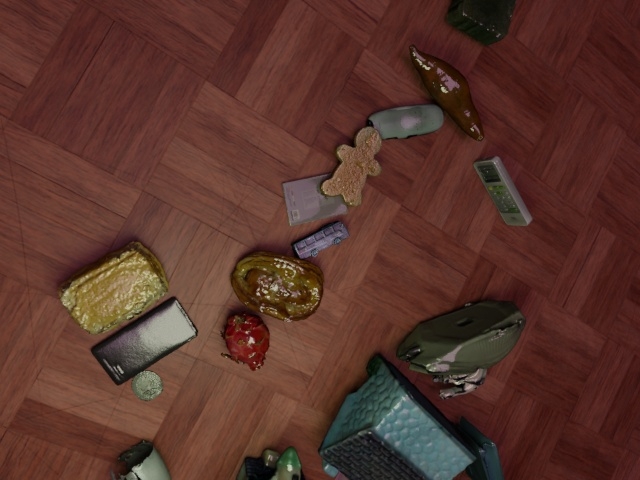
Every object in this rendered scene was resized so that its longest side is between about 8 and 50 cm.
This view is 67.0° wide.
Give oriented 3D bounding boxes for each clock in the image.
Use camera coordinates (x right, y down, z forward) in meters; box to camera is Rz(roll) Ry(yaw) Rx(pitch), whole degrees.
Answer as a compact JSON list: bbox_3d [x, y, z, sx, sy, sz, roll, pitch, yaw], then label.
[{"bbox_3d":[-0.458,0.383,1.277,0.074,0.010,0.083,-35,104,-13],"label":"clock"}]

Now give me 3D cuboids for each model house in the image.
[{"bbox_3d":[0.198,0.589,1.392,0.339,0.297,0.360,-46,106,-2],"label":"model house"},{"bbox_3d":[-0.114,0.701,1.279,0.243,0.298,0.284,17,53,-21],"label":"model house"}]

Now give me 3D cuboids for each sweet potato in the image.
[{"bbox_3d":[0.386,-0.451,1.441,0.359,0.112,0.112,41,82,-20],"label":"sweet potato"}]

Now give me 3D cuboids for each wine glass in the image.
[{"bbox_3d":[-0.428,0.688,1.249,0.143,0.143,0.321,-21,98,-16],"label":"wine glass"}]

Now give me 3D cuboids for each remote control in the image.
[{"bbox_3d":[0.259,-0.353,1.439,0.256,0.045,0.098,-14,99,-15],"label":"remote control"},{"bbox_3d":[0.580,-0.154,1.537,0.034,0.103,0.250,-38,106,-15],"label":"remote control"}]

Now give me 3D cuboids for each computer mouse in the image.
[{"bbox_3d":[0.439,0.311,1.467,0.428,0.228,0.146,-18,106,-17],"label":"computer mouse"}]

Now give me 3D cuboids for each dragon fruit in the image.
[{"bbox_3d":[-0.195,0.266,1.301,0.136,0.133,0.166,-18,102,26],"label":"dragon fruit"}]

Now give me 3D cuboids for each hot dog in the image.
[{"bbox_3d":[-0.110,0.123,1.318,0.259,0.114,0.175,16,92,-20],"label":"hot dog"}]

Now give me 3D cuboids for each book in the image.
[{"bbox_3d":[-0.015,-0.120,1.382,0.181,0.014,0.127,-14,99,-17],"label":"book"}]

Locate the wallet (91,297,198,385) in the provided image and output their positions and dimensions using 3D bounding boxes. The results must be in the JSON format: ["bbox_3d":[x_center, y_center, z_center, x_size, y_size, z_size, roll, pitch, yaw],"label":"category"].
[{"bbox_3d":[-0.454,0.263,1.260,0.244,0.025,0.124,-32,104,-13],"label":"wallet"}]

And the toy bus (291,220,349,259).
[{"bbox_3d":[0.000,0.000,1.381,0.165,0.047,0.065,-27,99,-14],"label":"toy bus"}]

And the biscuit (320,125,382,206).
[{"bbox_3d":[0.103,-0.216,1.387,0.153,0.030,0.234,24,90,-21],"label":"biscuit"}]

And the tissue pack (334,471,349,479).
[{"bbox_3d":[0.137,0.822,1.477,0.246,0.092,0.149,33,83,-18],"label":"tissue pack"}]

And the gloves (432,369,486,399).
[{"bbox_3d":[0.431,0.425,1.537,0.212,0.111,0.128,9,122,-24],"label":"gloves"}]

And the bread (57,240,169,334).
[{"bbox_3d":[-0.504,0.121,1.181,0.245,0.121,0.174,-34,96,-9],"label":"bread"}]

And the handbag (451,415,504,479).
[{"bbox_3d":[0.501,0.698,1.552,0.062,0.179,0.229,-23,108,-16],"label":"handbag"}]

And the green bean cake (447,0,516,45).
[{"bbox_3d":[0.491,-0.711,1.460,0.183,0.094,0.185,20,88,-19],"label":"green bean cake"}]
